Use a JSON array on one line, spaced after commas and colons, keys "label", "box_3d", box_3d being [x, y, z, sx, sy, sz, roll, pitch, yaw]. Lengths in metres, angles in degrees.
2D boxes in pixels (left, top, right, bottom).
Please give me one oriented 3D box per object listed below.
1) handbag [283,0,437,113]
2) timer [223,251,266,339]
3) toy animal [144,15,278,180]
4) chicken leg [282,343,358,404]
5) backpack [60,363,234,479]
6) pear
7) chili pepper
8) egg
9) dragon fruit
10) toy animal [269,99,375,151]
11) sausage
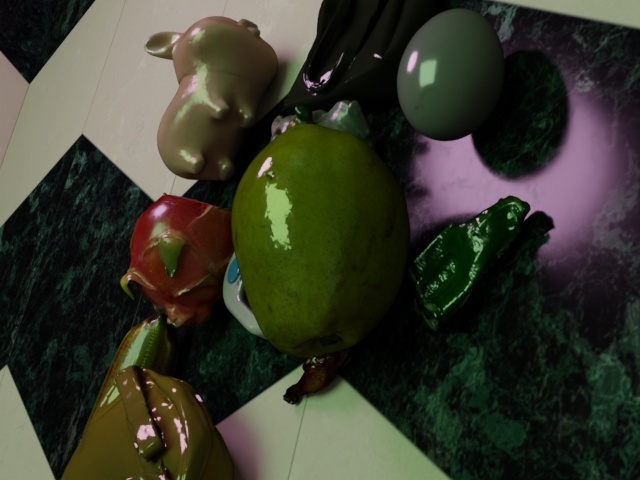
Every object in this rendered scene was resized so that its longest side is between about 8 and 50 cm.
[{"label": "handbag", "box_3d": [0.073, -0.333, 1.648, 0.285, 0.113, 0.257, -14, 51, 51]}, {"label": "timer", "box_3d": [-0.053, 0.026, 1.602, 0.262, 0.087, 0.237, -62, 32, 5]}, {"label": "toy animal", "box_3d": [-0.209, -0.279, 1.934, 0.326, 0.237, 0.269, -58, 44, 16]}, {"label": "chicken leg", "box_3d": [0.007, 0.172, 1.458, 0.205, 0.053, 0.093, -50, 12, 11]}, {"label": "backpack", "box_3d": [-0.276, 0.391, 1.574, 0.353, 0.201, 0.378, -62, 30, 2]}, {"label": "pear", "box_3d": [0.000, 0.000, 1.349, 0.253, 0.253, 0.307, -31, 54, 41]}, {"label": "chili pepper", "box_3d": [0.190, 0.029, 1.281, 0.216, 0.062, 0.108, -49, 42, 23]}, {"label": "egg", "box_3d": [0.183, -0.232, 1.381, 0.146, 0.146, 0.198, -6, 57, 53]}, {"label": "dragon fruit", "box_3d": [-0.236, 0.031, 1.760, 0.224, 0.224, 0.227, 31, 104, 57]}, {"label": "toy animal", "box_3d": [-0.023, -0.158, 1.633, 0.251, 0.125, 0.127, 4, 103, 55]}, {"label": "sausage", "box_3d": [-0.334, 0.246, 1.821, 0.117, 0.125, 0.317, 15, 80, 20]}]
